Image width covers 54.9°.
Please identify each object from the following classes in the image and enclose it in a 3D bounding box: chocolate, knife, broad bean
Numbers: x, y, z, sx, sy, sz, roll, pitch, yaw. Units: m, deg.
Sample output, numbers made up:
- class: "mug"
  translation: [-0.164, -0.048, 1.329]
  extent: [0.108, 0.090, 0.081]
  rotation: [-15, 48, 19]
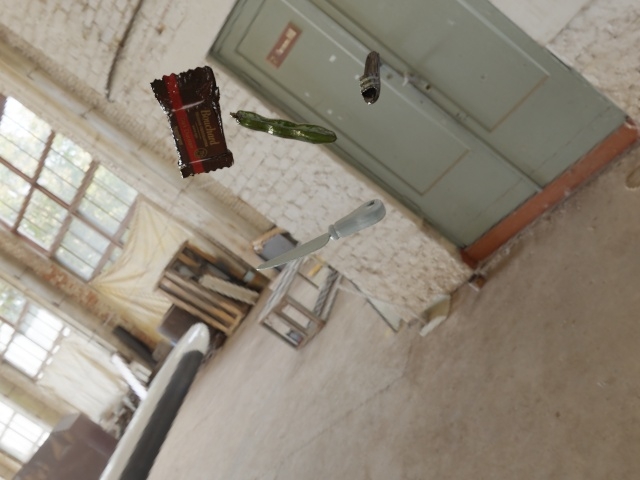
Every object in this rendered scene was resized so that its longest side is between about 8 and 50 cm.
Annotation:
- class: "chocolate"
  translation: [-0.166, -0.153, 0.824]
  extent: [0.086, 0.028, 0.182]
  rotation: [-18, -32, -8]
- class: "knife"
  translation: [0.001, 0.000, 1.412]
  extent: [0.331, 0.044, 0.080]
  rotation: [-28, 23, 3]
- class: "broad bean"
  translation: [-0.082, -0.255, 1.404]
  extent: [0.065, 0.254, 0.047]
  rotation: [152, 128, -80]

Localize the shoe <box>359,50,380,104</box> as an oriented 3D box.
- class: "shoe"
  translation: [0.142, -0.497, 1.868]
  extent: [0.071, 0.049, 0.179]
  rotation: [-18, 64, 52]
